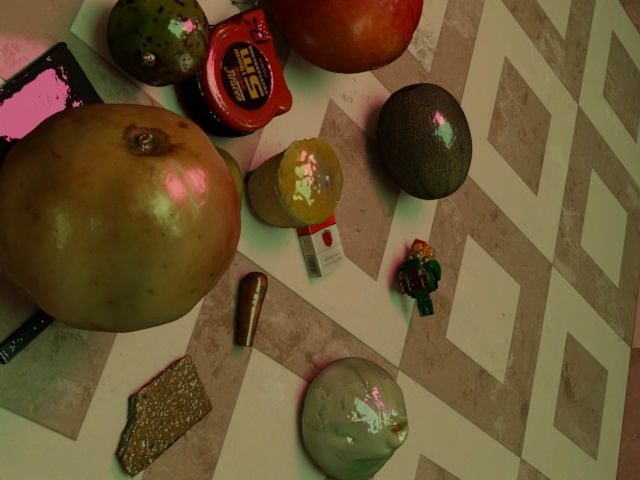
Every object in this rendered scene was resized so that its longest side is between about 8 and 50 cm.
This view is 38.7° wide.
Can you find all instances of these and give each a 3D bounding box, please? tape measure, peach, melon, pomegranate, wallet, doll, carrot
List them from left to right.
[{"bbox_3d":[-0.498,-0.221,1.598,0.285,0.030,0.146,-54,127,-40],"label":"wallet"},{"bbox_3d":[-0.331,-0.035,1.513,0.411,0.411,0.412,10,76,-48],"label":"pomegranate"},{"bbox_3d":[-0.310,-0.393,1.747,0.198,0.246,0.198,-5,106,-16],"label":"pomegranate"},{"bbox_3d":[-0.188,-0.346,1.916,0.260,0.114,0.253,-34,109,-43],"label":"tape measure"},{"bbox_3d":[-0.149,0.145,1.931,0.055,0.055,0.162,23,74,-45],"label":"carrot"},{"bbox_3d":[0.054,-0.564,2.058,0.370,0.370,0.370,10,76,-48],"label":"peach"},{"bbox_3d":[0.263,0.085,2.372,0.134,0.106,0.186,57,30,-33],"label":"doll"},{"bbox_3d":[0.270,-0.248,2.333,0.237,0.237,0.302,-36,115,-46],"label":"melon"}]

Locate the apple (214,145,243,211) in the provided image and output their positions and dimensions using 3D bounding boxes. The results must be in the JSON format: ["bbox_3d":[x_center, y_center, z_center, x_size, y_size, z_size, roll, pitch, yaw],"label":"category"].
[{"bbox_3d":[-0.235,-0.091,1.766,0.156,0.196,0.197,15,71,-22],"label":"apple"}]

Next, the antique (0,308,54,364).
[{"bbox_3d":[-0.482,0.140,1.568,0.192,0.015,0.031,-49,120,-42],"label":"antique"}]

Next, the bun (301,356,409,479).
[{"bbox_3d":[0.103,0.408,2.075,0.293,0.187,0.293,10,76,-45],"label":"bun"}]

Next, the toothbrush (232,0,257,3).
[{"bbox_3d":[-0.164,-0.518,1.985,0.008,0.097,0.006,24,87,-38],"label":"toothbrush"}]

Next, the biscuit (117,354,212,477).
[{"bbox_3d":[-0.307,0.330,1.733,0.237,0.026,0.131,-37,110,-45],"label":"biscuit"}]

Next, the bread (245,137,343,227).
[{"bbox_3d":[-0.051,-0.121,1.991,0.197,0.170,0.197,14,72,-48],"label":"bread"}]

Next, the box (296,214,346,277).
[{"bbox_3d":[0.000,0.000,2.129,0.100,0.048,0.152,-26,101,-50],"label":"box"}]
